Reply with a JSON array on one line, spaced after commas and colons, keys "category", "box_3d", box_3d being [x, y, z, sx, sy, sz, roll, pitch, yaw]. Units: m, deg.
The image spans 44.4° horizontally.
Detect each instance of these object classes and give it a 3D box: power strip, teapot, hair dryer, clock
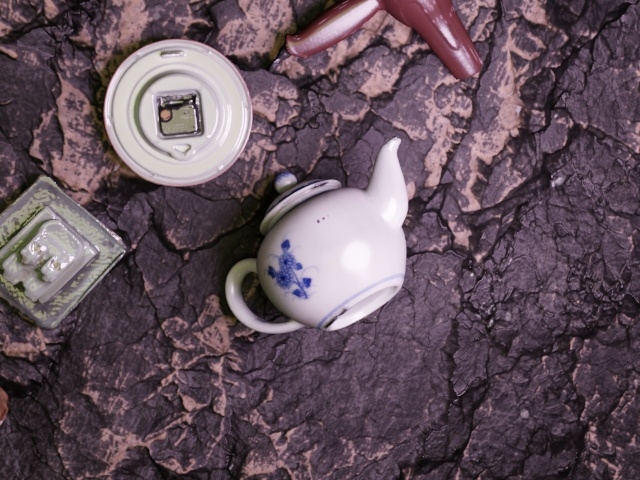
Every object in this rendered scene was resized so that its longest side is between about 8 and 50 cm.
[{"category": "power strip", "box_3d": [-0.460, 0.027, 1.303, 0.198, 0.064, 0.213, 43, 91, -18]}, {"category": "teapot", "box_3d": [0.000, 0.000, 1.308, 0.424, 0.252, 0.280, -40, 72, 22]}, {"category": "hair dryer", "box_3d": [0.074, -0.343, 1.323, 0.340, 0.123, 0.313, -32, 117, 8]}, {"category": "clock", "box_3d": [-0.235, -0.210, 1.300, 0.244, 0.056, 0.244, -2, 103, -10]}]

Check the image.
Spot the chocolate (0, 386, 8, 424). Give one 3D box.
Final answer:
[{"category": "chocolate", "box_3d": [-0.609, 0.324, 1.298, 0.214, 0.148, 0.093, -42, 112, 2]}]
